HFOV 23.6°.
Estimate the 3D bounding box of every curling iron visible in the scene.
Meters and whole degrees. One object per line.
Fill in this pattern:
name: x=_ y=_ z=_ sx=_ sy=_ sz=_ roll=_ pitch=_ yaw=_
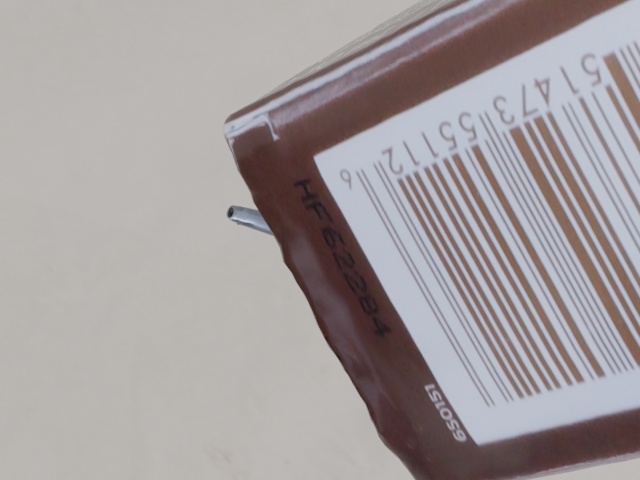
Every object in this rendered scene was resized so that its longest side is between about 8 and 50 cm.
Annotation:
curling iron: x=0.000 y=0.000 z=1.708 sx=0.274 sy=0.068 sz=0.035 roll=12 pitch=83 yaw=-45

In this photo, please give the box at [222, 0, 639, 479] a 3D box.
box: x=0.171 y=-0.083 z=0.508 sx=0.381 sy=0.191 sz=0.143 roll=-34 pitch=98 yaw=-42
